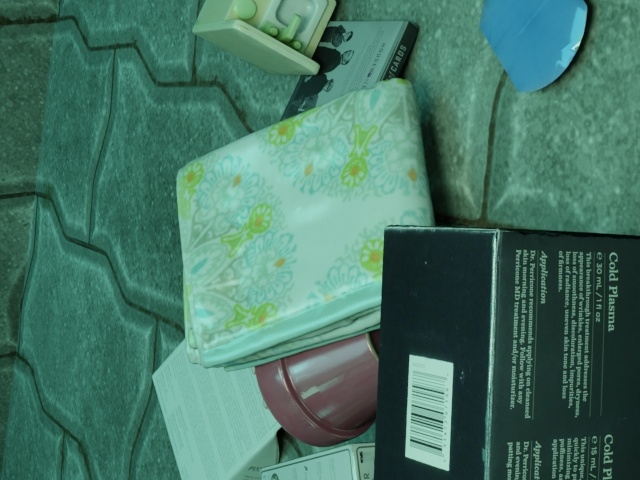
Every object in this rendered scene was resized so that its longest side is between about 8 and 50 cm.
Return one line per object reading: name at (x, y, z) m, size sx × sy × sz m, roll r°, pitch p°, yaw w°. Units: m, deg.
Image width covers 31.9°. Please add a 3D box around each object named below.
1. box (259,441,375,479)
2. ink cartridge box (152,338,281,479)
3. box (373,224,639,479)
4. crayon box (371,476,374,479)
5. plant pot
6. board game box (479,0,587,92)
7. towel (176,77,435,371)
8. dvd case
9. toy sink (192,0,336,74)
box at (0.019, 0.395, 1.631) m, size 0.290 × 0.087 × 0.169 m, roll -33°, pitch 60°, yaw 56°
ink cartridge box at (-0.126, 0.249, 1.937) m, size 0.385 × 0.091 × 0.308 m, roll -46°, pitch 47°, yaw 27°
box at (0.227, 0.162, 1.058) m, size 0.179 × 0.312 × 0.343 m, roll 2°, pitch 89°, yaw 61°
crayon box at (0.134, 0.300, 1.205) m, size 0.165 × 0.278 × 0.081 m, roll 46°, pitch 142°, yaw 0°
plant pot at (0.041, 0.161, 1.523) m, size 0.180 × 0.201 × 0.201 m, roll -30°, pitch 61°, yaw 38°
board game box at (0.259, -0.259, 1.316) m, size 0.133 × 0.033 × 0.168 m, roll -52°, pitch 50°, yaw 39°
towel at (-0.027, -0.016, 1.475) m, size 0.374 × 0.090 × 0.320 m, roll -19°, pitch 63°, yaw 25°
dvd case at (0.037, -0.239, 1.647) m, size 0.239 × 0.029 × 0.179 m, roll 19°, pitch 84°, yaw 59°
toy sink at (-0.079, -0.350, 1.739) m, size 0.131 × 0.153 × 0.234 m, roll -65°, pitch 22°, yaw -1°
